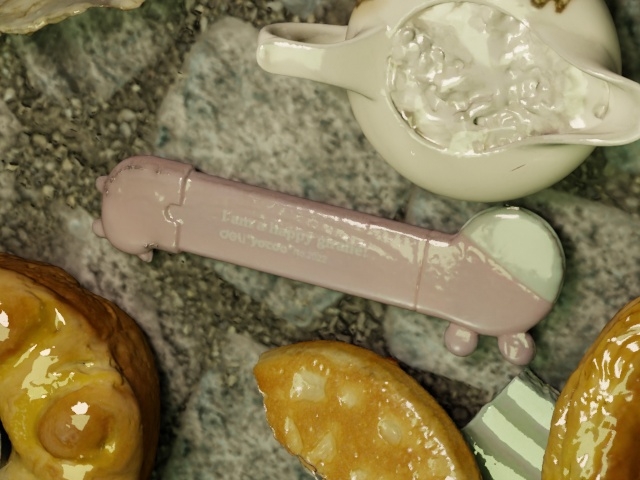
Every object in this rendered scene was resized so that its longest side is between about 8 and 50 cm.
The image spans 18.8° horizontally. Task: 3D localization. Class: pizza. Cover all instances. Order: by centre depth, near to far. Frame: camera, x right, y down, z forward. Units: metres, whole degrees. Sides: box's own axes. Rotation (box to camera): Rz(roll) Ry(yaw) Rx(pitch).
[{"bbox_3d":[0.046,0.158,1.540,0.246,0.058,0.127,26,100,30],"label":"pizza"}]

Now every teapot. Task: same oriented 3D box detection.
[{"bbox_3d":[0.103,-0.126,1.408,0.298,0.139,0.204,6,111,17],"label":"teapot"}]

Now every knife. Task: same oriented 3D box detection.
[{"bbox_3d":[0.000,0.000,1.538,0.398,0.038,0.132,13,108,17],"label":"knife"}]

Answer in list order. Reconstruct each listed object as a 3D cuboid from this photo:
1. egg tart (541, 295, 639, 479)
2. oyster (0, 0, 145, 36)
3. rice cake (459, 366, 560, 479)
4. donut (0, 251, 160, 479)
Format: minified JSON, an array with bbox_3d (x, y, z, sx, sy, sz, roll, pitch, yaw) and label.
[{"bbox_3d":[0.335,0.178,1.403,0.352,0.150,0.352,0,91,11],"label":"egg tart"},{"bbox_3d":[-0.303,-0.255,1.543,0.396,0.111,0.204,-2,88,20],"label":"oyster"},{"bbox_3d":[0.184,0.215,1.540,0.198,0.037,0.189,45,114,1],"label":"rice cake"},{"bbox_3d":[-0.275,0.164,1.622,0.317,0.150,0.299,-30,95,25],"label":"donut"}]
